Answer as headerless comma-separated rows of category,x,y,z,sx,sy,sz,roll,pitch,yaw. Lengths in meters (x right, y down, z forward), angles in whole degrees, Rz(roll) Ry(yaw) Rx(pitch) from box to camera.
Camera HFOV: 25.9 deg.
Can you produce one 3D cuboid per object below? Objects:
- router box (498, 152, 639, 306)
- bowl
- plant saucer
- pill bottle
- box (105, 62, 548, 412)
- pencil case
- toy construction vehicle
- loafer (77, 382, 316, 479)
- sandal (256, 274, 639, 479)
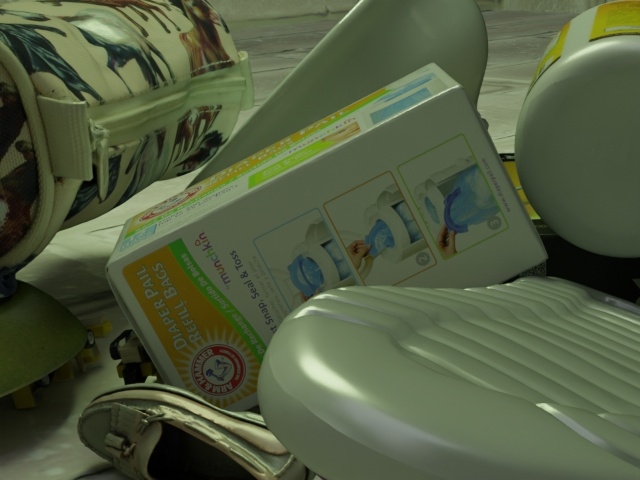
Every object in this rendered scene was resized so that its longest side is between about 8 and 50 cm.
router box,0.259,0.000,0.898,0.308,0.081,0.243,-2,15,3
bowl,0.031,-0.083,1.053,0.298,0.134,0.298,-45,5,5
plant saucer,-0.250,0.061,0.760,0.241,0.037,0.241,-9,11,2
pill bottle,0.177,-0.073,0.796,0.117,0.117,0.215,1,17,13
box,0.000,0.000,0.745,0.203,0.103,0.114,-27,13,3
pencil case,-0.166,-0.082,0.898,0.183,0.160,0.410,10,15,10
toy construction vehicle,-0.126,0.070,0.791,0.086,0.035,0.098,-9,11,12
loafer,-0.064,0.096,0.642,0.125,0.045,0.039,7,23,25
sandal,0.102,0.086,0.558,0.169,0.102,0.416,20,9,23
